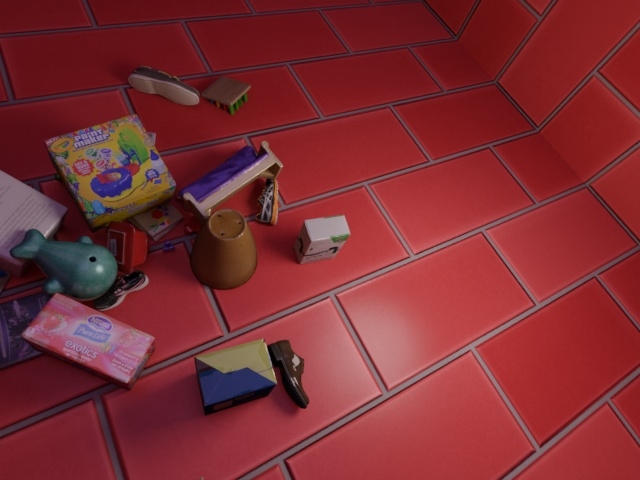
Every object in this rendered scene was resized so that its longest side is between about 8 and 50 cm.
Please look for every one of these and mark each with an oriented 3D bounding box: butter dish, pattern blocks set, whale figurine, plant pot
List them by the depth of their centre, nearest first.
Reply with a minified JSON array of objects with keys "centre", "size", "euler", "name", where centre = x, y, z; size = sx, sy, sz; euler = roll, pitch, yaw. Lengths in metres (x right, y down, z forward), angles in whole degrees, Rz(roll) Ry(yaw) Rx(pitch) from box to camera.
[{"centre":[-0.733,0.058,1.184],"size":[0.272,0.141,0.216],"euler":[36,43,-23],"name":"whale figurine"},{"centre":[-0.622,0.020,1.343],"size":[0.118,0.160,0.159],"euler":[-2,99,-55],"name":"butter dish"},{"centre":[-0.318,0.007,1.363],"size":[0.238,0.254,0.236],"euler":[7,58,-12],"name":"plant pot"},{"centre":[-0.605,-0.095,1.475],"size":[0.286,0.026,0.324],"euler":[-32,73,-28],"name":"pattern blocks set"}]

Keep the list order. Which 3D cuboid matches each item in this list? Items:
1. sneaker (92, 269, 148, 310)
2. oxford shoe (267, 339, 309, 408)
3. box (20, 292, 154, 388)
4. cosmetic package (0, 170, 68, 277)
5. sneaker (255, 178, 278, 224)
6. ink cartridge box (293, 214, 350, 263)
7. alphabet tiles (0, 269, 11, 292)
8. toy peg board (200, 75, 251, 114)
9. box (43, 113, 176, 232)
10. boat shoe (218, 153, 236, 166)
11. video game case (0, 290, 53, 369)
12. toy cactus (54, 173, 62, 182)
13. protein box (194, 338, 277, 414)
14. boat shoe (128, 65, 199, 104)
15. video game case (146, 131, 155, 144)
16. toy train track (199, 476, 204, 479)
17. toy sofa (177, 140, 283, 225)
[{"centre":[-0.643,0.148,1.296],"size":[0.072,0.077,0.178],"euler":[43,60,12],"name":"sneaker"},{"centre":[-0.081,0.418,1.293],"size":[0.096,0.082,0.227],"euler":[-16,67,-28],"name":"oxford shoe"},{"centre":[-0.644,0.292,1.153],"size":[0.300,0.154,0.142],"euler":[27,57,-6],"name":"box"},{"centre":[-1.039,-0.108,1.190],"size":[0.454,0.162,0.229],"euler":[36,54,-23],"name":"cosmetic package"},{"centre":[-0.209,-0.162,1.592],"size":[0.083,0.084,0.214],"euler":[2,61,-8],"name":"sneaker"},{"centre":[0.000,0.000,1.481],"size":[0.153,0.208,0.086],"euler":[-10,67,-20],"name":"ink cartridge box"},{"centre":[-1.074,0.027,1.221],"size":[0.285,0.011,0.342],"euler":[29,54,-27],"name":"alphabet tiles"},{"centre":[-0.419,-0.647,1.828],"size":[0.161,0.079,0.161],"euler":[21,56,16],"name":"toy peg board"},{"centre":[-0.693,-0.224,1.362],"size":[0.290,0.177,0.279],"euler":[-30,90,-28],"name":"box"},{"centre":[-0.344,-0.292,1.619],"size":[0.095,0.095,0.257],"euler":[32,58,4],"name":"boat shoe"},{"centre":[-0.919,0.274,1.180],"size":[0.275,0.026,0.195],"euler":[-18,67,-25],"name":"video game case"},{"centre":[-0.822,-0.215,1.453],"size":[0.219,0.112,0.180],"euler":[-9,73,-29],"name":"toy cactus"},{"centre":[-0.252,0.401,1.184],"size":[0.200,0.201,0.135],"euler":[-11,64,-21],"name":"protein box"},{"centre":[-0.659,-0.670,1.744],"size":[0.306,0.109,0.091],"euler":[16,63,-1],"name":"boat shoe"},{"centre":[-0.742,-0.375,1.605],"size":[0.158,0.019,0.143],"euler":[2,61,-15],"name":"video game case"},{"centre":[-0.341,0.689,1.106],"size":[0.048,0.014,0.083],"euler":[27,63,-7],"name":"toy train track"},{"centre":[-0.330,-0.219,1.467],"size":[0.363,0.150,0.177],"euler":[-39,91,-20],"name":"toy sofa"}]
